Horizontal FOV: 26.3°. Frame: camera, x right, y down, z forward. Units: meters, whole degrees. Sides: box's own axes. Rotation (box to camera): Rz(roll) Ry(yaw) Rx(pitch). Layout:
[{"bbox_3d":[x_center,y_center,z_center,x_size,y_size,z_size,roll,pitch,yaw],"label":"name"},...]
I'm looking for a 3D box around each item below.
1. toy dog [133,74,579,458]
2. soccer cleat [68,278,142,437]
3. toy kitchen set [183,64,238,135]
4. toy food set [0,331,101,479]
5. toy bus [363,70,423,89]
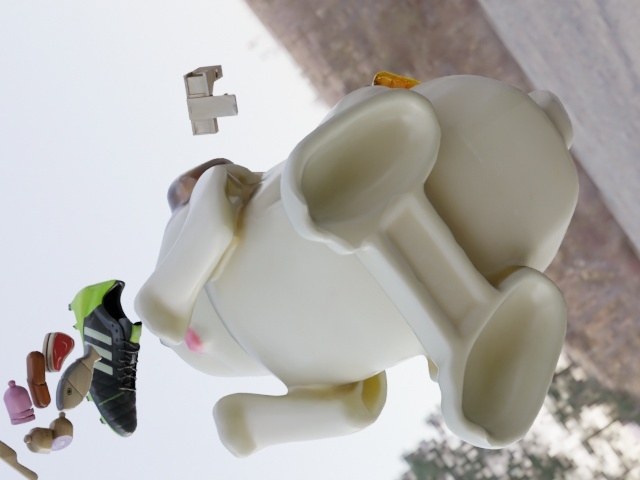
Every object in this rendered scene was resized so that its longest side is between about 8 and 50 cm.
[{"bbox_3d":[0.000,0.000,1.216,0.284,0.408,0.395,45,-126,-21],"label":"toy dog"},{"bbox_3d":[-0.226,0.127,1.511,0.060,0.072,0.178,21,-133,-63],"label":"soccer cleat"},{"bbox_3d":[-0.138,-0.192,1.861,0.075,0.068,0.083,-52,-43,-69],"label":"toy kitchen set"},{"bbox_3d":[-0.209,0.119,1.054,0.078,0.019,0.122,48,-133,-38],"label":"toy food set"},{"bbox_3d":[0.100,-0.119,2.051,0.150,0.220,0.211,21,174,0],"label":"toy bus"}]
